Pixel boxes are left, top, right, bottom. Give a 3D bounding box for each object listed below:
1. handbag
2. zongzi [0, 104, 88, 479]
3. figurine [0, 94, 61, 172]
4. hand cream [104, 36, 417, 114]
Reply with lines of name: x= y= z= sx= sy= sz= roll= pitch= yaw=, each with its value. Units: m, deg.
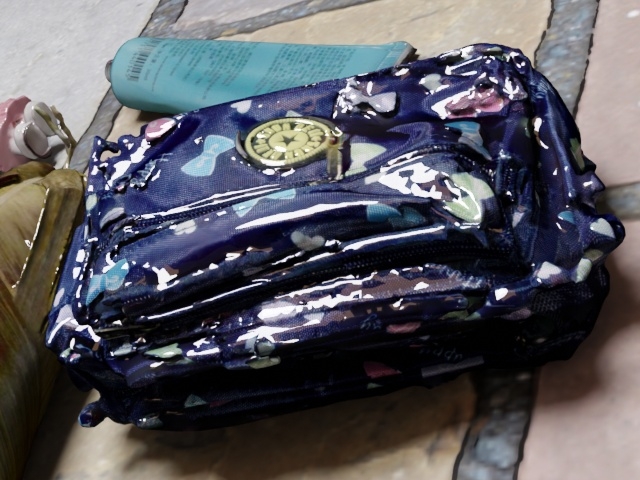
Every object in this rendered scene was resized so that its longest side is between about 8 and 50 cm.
handbag: x=0.000 y=0.000 z=0.527 sx=0.260 sy=0.113 sz=0.162 roll=-12 pitch=45 yaw=11
zongzi: x=-0.144 y=0.075 z=0.562 sx=0.241 sy=0.111 sz=0.247 roll=33 pitch=60 yaw=31
figurine: x=-0.244 y=-0.067 z=0.828 sx=0.129 sy=0.054 sz=0.072 roll=1 pitch=60 yaw=25
hand cream: x=-0.051 y=-0.105 z=0.753 sx=0.224 sy=0.048 sz=0.083 roll=9 pitch=51 yaw=33
